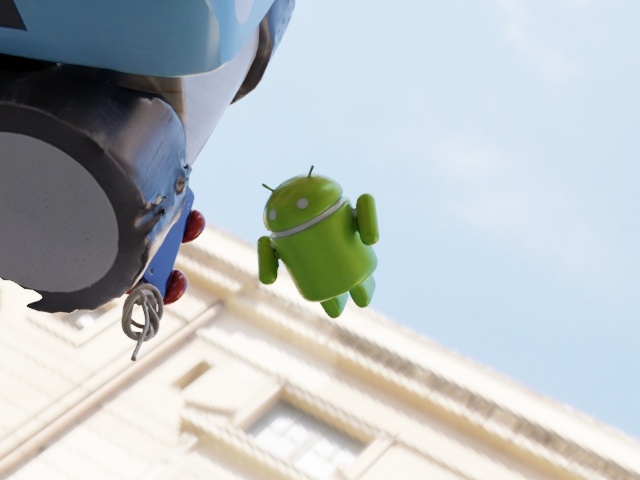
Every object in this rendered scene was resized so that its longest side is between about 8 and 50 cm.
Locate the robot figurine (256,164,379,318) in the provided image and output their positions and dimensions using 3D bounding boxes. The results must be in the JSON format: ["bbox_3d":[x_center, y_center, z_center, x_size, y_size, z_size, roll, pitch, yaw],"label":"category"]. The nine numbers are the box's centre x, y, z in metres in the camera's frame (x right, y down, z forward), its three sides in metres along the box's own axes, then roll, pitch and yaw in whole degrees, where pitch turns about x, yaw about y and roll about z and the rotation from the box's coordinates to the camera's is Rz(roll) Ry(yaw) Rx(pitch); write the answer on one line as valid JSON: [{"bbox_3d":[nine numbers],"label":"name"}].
[{"bbox_3d":[0.000,0.000,1.060,0.101,0.067,0.115,-21,-74,21],"label":"robot figurine"}]

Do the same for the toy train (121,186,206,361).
[{"bbox_3d":[-0.216,0.034,1.404,0.143,0.248,0.105,-16,-50,26],"label":"toy train"}]

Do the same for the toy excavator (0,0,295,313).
[{"bbox_3d":[-0.084,-0.208,0.540,0.432,0.222,0.445,9,-52,13],"label":"toy excavator"}]
